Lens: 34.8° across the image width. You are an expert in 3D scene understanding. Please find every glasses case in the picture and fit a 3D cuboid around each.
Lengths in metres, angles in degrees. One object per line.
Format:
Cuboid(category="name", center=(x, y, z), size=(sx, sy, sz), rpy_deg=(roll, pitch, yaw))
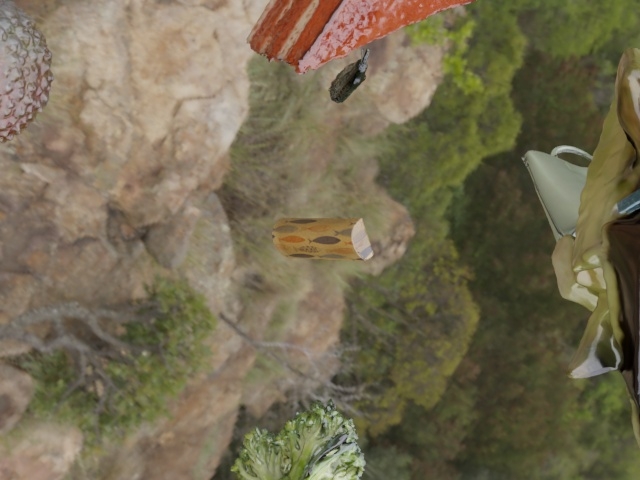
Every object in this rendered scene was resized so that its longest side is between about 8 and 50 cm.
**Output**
Cuboid(category="glasses case", center=(0.000, 0.000, 1.604), size=(0.041, 0.170, 0.064), rpy_deg=(-41, 120, -40))

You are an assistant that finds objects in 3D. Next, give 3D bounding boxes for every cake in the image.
Cuboid(category="cake", center=(0.065, -0.249, 1.018), size=(0.160, 0.158, 0.262), rpy_deg=(35, 90, -35))

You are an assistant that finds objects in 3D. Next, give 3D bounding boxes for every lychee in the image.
Cuboid(category="lychee", center=(-0.356, -0.169, 1.041), size=(0.165, 0.165, 0.197), rpy_deg=(-33, 163, -25))

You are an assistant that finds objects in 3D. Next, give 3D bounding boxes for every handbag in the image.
Cuboid(category="handbag", center=(0.481, -0.089, 1.773), size=(0.241, 0.315, 0.109), rpy_deg=(8, 133, -11))

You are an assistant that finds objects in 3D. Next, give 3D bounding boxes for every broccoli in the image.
Cuboid(category="broccoli", center=(-0.050, 0.354, 1.175), size=(0.361, 0.221, 0.252), rpy_deg=(-36, 148, -69))

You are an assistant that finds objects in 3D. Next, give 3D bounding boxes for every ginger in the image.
Cuboid(category="ginger", center=(0.370, 0.010, 1.001), size=(0.358, 0.211, 0.413), rpy_deg=(-11, 111, -23))

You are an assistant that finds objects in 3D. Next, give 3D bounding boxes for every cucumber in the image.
Cuboid(category="cucumber", center=(0.049, -0.246, 1.544), size=(0.039, 0.163, 0.043), rpy_deg=(0, 83, -16))

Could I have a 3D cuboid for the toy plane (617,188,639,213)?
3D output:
Cuboid(category="toy plane", center=(0.321, -0.058, 0.707), size=(0.096, 0.235, 0.060), rpy_deg=(22, 56, -24))
